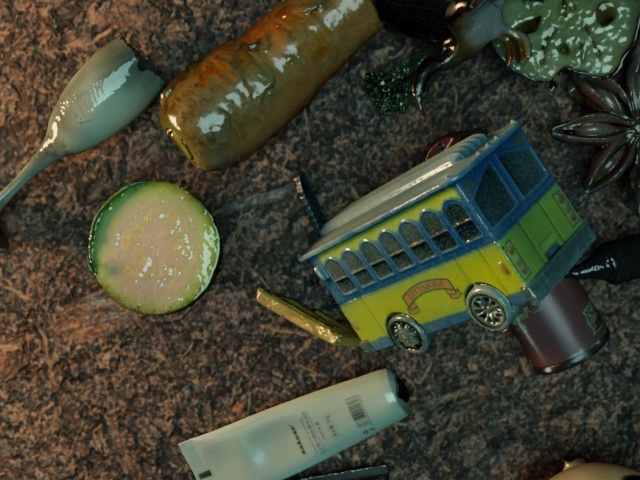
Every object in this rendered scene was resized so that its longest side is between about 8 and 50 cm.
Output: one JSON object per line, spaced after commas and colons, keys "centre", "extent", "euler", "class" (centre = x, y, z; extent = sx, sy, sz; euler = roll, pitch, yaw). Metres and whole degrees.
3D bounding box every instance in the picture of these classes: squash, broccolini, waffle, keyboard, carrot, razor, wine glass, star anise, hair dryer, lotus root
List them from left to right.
{"centre": [-0.391, -0.182, 1.098], "extent": [0.309, 0.096, 0.264], "euler": [-45, 105, 4], "class": "wine glass"}
{"centre": [-0.204, 0.005, 1.122], "extent": [0.170, 0.123, 0.170], "euler": [0, 97, 0], "class": "squash"}
{"centre": [-0.061, -0.209, 1.099], "extent": [0.302, 0.139, 0.138], "euler": [-36, 95, -2], "class": "carrot"}
{"centre": [-0.008, 0.104, 1.188], "extent": [0.153, 0.097, 0.023], "euler": [26, 98, 29], "class": "waffle"}
{"centre": [0.001, 0.356, 1.204], "extent": [0.197, 0.015, 0.074], "euler": [-9, 115, -2], "class": "keyboard"}
{"centre": [0.004, -0.002, 1.173], "extent": [0.066, 0.033, 0.190], "euler": [-17, 94, 43], "class": "razor"}
{"centre": [0.162, -0.262, 1.133], "extent": [0.254, 0.057, 0.071], "euler": [-45, 134, 7], "class": "broccolini"}
{"centre": [0.318, -0.286, 1.116], "extent": [0.183, 0.078, 0.203], "euler": [30, 95, 14], "class": "lotus root"}
{"centre": [0.389, -0.151, 1.127], "extent": [0.197, 0.073, 0.212], "euler": [44, 85, 3], "class": "star anise"}
{"centre": [0.473, 0.019, 1.116], "extent": [0.352, 0.107, 0.189], "euler": [-15, 94, -8], "class": "hair dryer"}

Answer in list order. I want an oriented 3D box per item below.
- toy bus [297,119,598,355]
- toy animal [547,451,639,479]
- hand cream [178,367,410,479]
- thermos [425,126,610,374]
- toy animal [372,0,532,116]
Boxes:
{"centre": [0.137, 0.010, 1.029], "extent": [0.152, 0.312, 0.190], "euler": [-40, 97, -37], "class": "toy bus"}
{"centre": [0.386, 0.438, 1.127], "extent": [0.251, 0.251, 0.309], "euler": [-14, 97, 1], "class": "toy animal"}
{"centre": [-0.030, 0.264, 1.189], "extent": [0.321, 0.067, 0.109], "euler": [-25, 97, 7], "class": "hand cream"}
{"centre": [0.236, 0.009, 1.144], "extent": [0.109, 0.136, 0.330], "euler": [-35, 96, -25], "class": "thermos"}
{"centre": [0.175, -0.243, 1.043], "extent": [0.160, 0.272, 0.197], "euler": [4, 92, -16], "class": "toy animal"}
